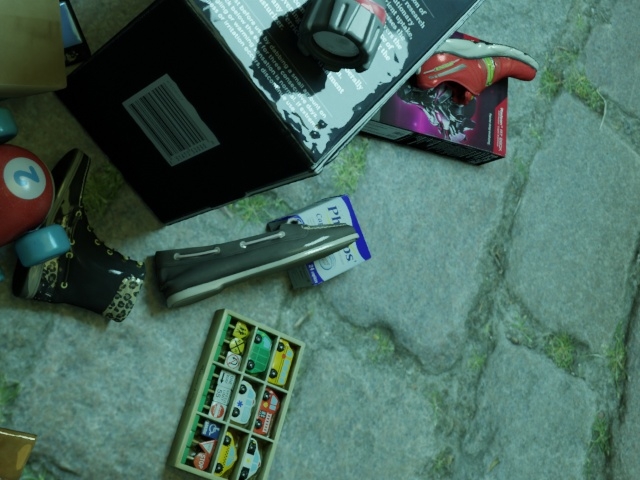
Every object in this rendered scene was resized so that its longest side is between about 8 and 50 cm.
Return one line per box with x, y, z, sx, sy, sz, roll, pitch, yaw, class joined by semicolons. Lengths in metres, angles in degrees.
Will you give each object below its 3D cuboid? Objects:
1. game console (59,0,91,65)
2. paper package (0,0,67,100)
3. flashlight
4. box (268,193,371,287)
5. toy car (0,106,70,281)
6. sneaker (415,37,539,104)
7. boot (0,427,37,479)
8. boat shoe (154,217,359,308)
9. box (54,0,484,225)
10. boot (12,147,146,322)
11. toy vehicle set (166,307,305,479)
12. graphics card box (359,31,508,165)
-0.408;-0.329;1.531;0.107;0.071;0.122;-25;97;-33;game console
-0.523;-0.337;1.323;0.325;0.168;0.309;-11;99;-55;paper package
0.063;-0.358;1.251;0.103;0.103;0.304;28;69;-21;flashlight
0.000;0.000;1.748;0.137;0.072;0.126;-25;98;-34;box
-0.477;-0.047;1.313;0.210;0.238;0.219;-24;91;5;toy car
0.285;-0.311;1.872;0.279;0.107;0.118;1;100;-31;sneaker
-0.514;0.239;1.364;0.281;0.096;0.264;25;70;-29;boot
-0.104;0.013;1.614;0.335;0.112;0.095;-19;82;-12;boat shoe
-0.071;-0.305;1.502;0.472;0.480;0.297;-46;107;-30;box
-0.347;-0.002;1.517;0.179;0.085;0.236;23;77;-31;boot
-0.134;0.265;1.642;0.166;0.035;0.266;26;70;-27;toy vehicle set
0.197;-0.294;1.908;0.371;0.094;0.232;12;77;-31;graphics card box
